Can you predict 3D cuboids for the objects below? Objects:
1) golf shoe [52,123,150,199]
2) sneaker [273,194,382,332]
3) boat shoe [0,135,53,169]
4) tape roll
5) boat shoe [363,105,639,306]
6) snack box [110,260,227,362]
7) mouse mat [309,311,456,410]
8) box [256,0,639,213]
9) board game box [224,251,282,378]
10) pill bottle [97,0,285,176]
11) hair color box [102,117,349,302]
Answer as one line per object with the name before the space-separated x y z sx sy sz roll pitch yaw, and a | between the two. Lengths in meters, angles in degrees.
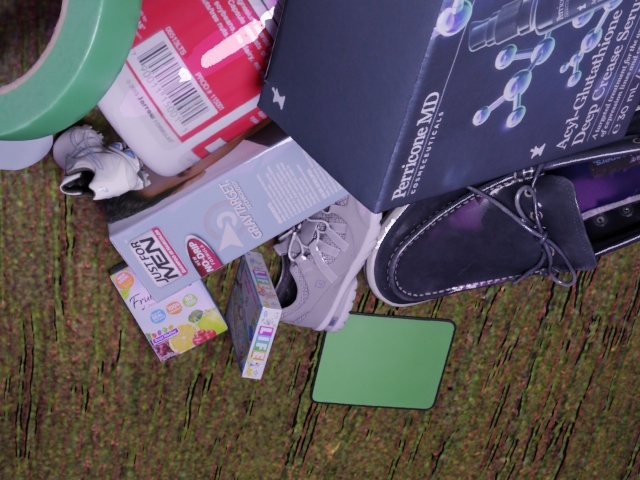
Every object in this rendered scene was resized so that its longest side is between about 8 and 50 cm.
golf shoe | -0.283 -0.088 1.759 0.086 0.176 0.069 -31 118 -31
sneaker | 0.000 0.000 1.905 0.115 0.105 0.281 0 118 -23
boat shoe | -0.417 -0.122 1.779 0.183 0.083 0.065 -14 124 -37
tape roll | -0.345 -0.268 1.591 0.321 0.077 0.321 1 93 26
boat shoe | 0.293 -0.038 1.936 0.500 0.156 0.186 -21 122 0
snack box | -0.197 0.076 1.935 0.100 0.037 0.141 -28 110 1
mouse mat | 0.087 0.170 2.080 0.190 0.007 0.152 6 115 -15
box | 0.173 -0.240 1.548 0.396 0.212 0.293 -17 139 -36
board game box | -0.088 0.094 1.913 0.026 0.154 0.103 9 115 -17
pill bottle | -0.070 -0.268 1.684 0.408 0.229 0.229 -32 120 4
hair color box | -0.077 -0.098 1.796 0.375 0.185 0.113 -30 121 3
